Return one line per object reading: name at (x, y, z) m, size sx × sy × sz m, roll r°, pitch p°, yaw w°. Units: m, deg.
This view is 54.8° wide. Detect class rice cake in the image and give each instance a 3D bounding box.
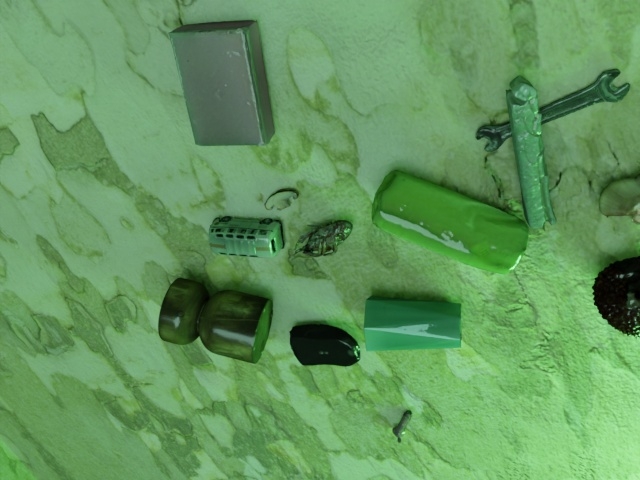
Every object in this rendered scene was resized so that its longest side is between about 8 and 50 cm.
rice cake at (0.427, -0.171, 1.259) m, size 0.063 × 0.066 × 0.336 m, roll -15°, pitch 123°, yaw 12°

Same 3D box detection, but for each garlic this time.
garlic at (0.658, -0.084, 1.249) m, size 0.174 × 0.099 × 0.124 m, roll -13°, pitch 103°, yaw 24°

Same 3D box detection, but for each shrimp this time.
shrimp at (0.001, -0.001, 1.510) m, size 0.190 × 0.075 × 0.073 m, roll -22°, pitch 146°, yaw 38°

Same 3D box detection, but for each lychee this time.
lychee at (0.688, 0.127, 1.329) m, size 0.188 × 0.188 × 0.188 m, roll 8°, pitch 124°, yaw 12°

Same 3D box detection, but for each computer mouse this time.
computer mouse at (0.015, 0.283, 1.684) m, size 0.217 × 0.073 × 0.122 m, roll -3°, pitch 119°, yaw 26°

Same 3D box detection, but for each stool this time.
stool at (-0.276, 0.215, 1.660) m, size 0.264 × 0.179 × 0.179 m, roll 13°, pitch 125°, yaw 8°

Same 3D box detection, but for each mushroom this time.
mushroom at (-0.096, -0.100, 1.502) m, size 0.101 × 0.019 × 0.049 m, roll -20°, pitch 114°, yaw 29°

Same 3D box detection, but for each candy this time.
candy at (0.280, -0.039, 1.360) m, size 0.343 × 0.142 × 0.132 m, roll 21°, pitch 112°, yaw 1°

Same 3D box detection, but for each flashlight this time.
flashlight at (0.243, 0.540, 1.809) m, size 0.031 × 0.052 × 0.110 m, roll 2°, pitch 124°, yaw -29°

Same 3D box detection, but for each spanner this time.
spanner at (0.460, -0.255, 1.241) m, size 0.302 × 0.017 × 0.071 m, roll -23°, pitch 117°, yaw 27°

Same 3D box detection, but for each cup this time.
cup at (0.233, 0.214, 1.541) m, size 0.236 × 0.134 × 0.148 m, roll 2°, pitch 125°, yaw 14°

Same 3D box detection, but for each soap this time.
soap at (-0.207, -0.336, 1.344) m, size 0.181 × 0.081 × 0.259 m, roll 1°, pitch 123°, yaw 17°

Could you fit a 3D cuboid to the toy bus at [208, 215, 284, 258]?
toy bus at (-0.193, -0.005, 1.549) m, size 0.194 × 0.089 × 0.087 m, roll 4°, pitch 123°, yaw 15°
